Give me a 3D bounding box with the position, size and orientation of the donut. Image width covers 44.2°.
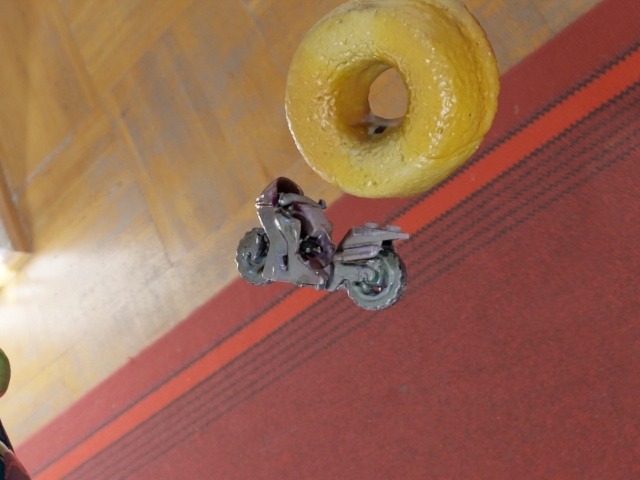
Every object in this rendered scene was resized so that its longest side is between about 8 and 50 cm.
[{"bbox_3d":[0.078,-0.190,1.039,0.303,0.110,0.302,13,113,32],"label":"donut"}]

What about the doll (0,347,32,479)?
[{"bbox_3d":[-0.255,0.184,0.333,0.322,0.198,0.186,-35,87,-9],"label":"doll"}]

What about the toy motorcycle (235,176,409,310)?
[{"bbox_3d":[0.001,0.000,0.823,0.213,0.082,0.122,10,98,35],"label":"toy motorcycle"}]
